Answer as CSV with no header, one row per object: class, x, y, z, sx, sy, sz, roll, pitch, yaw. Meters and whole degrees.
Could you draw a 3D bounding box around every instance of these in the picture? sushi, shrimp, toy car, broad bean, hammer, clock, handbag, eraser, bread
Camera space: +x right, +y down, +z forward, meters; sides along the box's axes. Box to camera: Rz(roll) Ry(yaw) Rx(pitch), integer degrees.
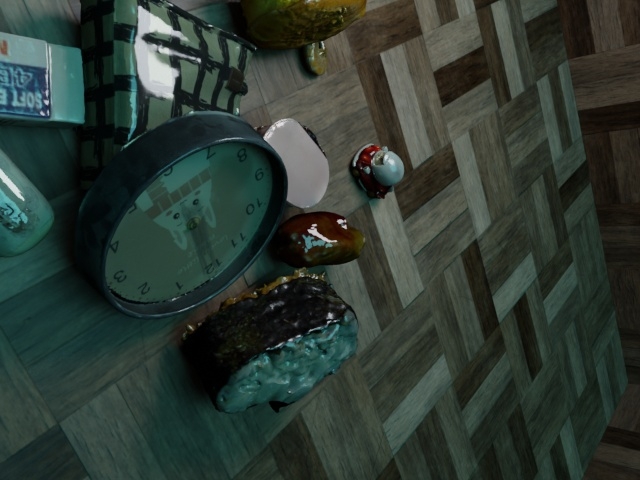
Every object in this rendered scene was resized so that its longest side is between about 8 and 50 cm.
sushi,-0.094,0.210,1.159,0.348,0.207,0.235,-16,137,-33
shrimp,-0.009,-0.468,1.346,0.095,0.045,0.163,-14,98,-44
toy car,0.161,-0.176,1.466,0.112,0.112,0.139,-50,122,-33
broad bean,0.001,-0.003,1.278,0.228,0.156,0.122,-8,98,-38
hammer,-0.537,-0.005,0.785,0.305,0.113,0.202,-49,119,-27
clock,-0.216,-0.031,0.972,0.386,0.076,0.386,-35,150,-25
handbag,-0.079,-0.157,1.226,0.205,0.116,0.179,48,58,-33
handbag,-0.257,-0.239,1.022,0.326,0.162,0.326,0,92,-50
eraser,-0.495,-0.235,0.835,0.278,0.081,0.124,-4,92,-45
bread,-0.039,-0.485,1.184,0.268,0.268,0.146,-19,91,-43

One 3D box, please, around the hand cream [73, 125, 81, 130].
hand cream,-0.401,-0.227,0.979,0.030,0.019,0.093,30,62,-39
